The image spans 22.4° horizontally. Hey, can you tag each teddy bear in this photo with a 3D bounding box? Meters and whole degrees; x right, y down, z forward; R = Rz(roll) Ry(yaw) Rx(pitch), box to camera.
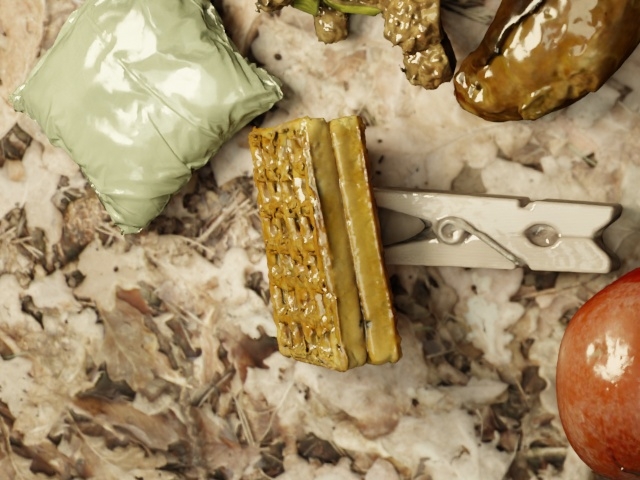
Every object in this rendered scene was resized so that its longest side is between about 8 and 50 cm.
[{"bbox_3d":[0.012,-0.304,1.928,0.223,0.246,0.296,-22,68,2],"label":"teddy bear"}]

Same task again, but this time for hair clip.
[{"bbox_3d":[0.199,-0.010,1.973,0.331,0.085,0.101,4,91,24],"label":"hair clip"}]

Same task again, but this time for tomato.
[{"bbox_3d":[0.394,0.147,1.830,0.265,0.265,0.264,3,99,21],"label":"tomato"}]

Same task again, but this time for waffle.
[{"bbox_3d":[-0.001,0.000,1.993,0.091,0.213,0.308,-10,94,-22],"label":"waffle"}]

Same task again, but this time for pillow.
[{"bbox_3d":[-0.231,-0.189,2.085,0.283,0.138,0.310,46,108,8],"label":"pillow"}]

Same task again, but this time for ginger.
[{"bbox_3d":[0.278,-0.248,1.867,0.165,0.172,0.321,34,113,-27],"label":"ginger"}]
